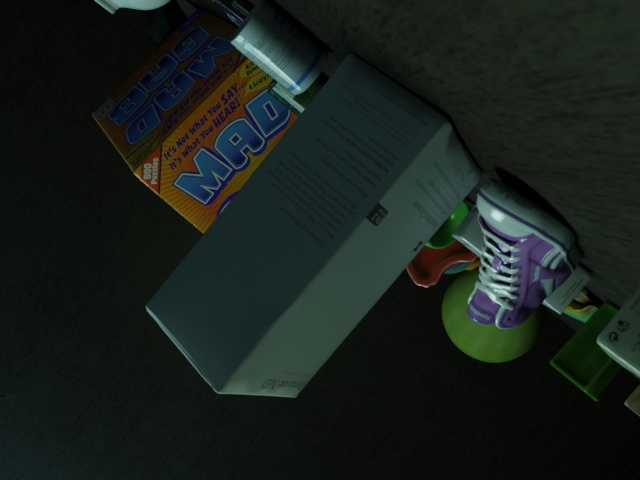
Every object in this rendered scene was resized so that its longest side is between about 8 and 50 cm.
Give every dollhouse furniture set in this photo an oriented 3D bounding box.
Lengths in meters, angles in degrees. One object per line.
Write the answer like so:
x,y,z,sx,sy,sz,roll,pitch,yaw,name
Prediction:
0.500,0.186,1.286,0.197,0.151,0.301,35,-174,-31,dollhouse furniture set

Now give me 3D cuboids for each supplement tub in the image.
-0.050,-0.240,0.840,0.107,0.071,0.071,36,-175,-22,supplement tub

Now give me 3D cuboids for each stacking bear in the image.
0.307,0.005,1.542,0.289,0.175,0.164,7,-128,-62,stacking bear

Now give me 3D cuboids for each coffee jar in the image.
0.004,-0.225,1.126,0.184,0.079,0.096,38,-178,-11,coffee jar

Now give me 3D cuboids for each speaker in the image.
0.162,-0.100,1.353,0.131,0.131,0.296,33,-173,-43,speaker

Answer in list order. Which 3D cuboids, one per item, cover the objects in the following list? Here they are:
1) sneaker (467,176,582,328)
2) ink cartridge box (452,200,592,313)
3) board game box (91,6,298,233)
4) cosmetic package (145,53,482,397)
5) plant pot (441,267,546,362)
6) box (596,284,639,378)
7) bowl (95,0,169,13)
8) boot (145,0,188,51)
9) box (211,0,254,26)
0.238,0.036,0.851,0.102,0.161,0.282,44,-174,39,sneaker
0.312,0.020,1.063,0.191,0.082,0.139,36,-175,4,ink cartridge box
-0.221,-0.237,1.512,0.356,0.356,0.356,46,178,-41,board game box
0.000,0.000,0.820,0.156,0.385,0.217,40,-174,26,cosmetic package
0.455,0.150,1.703,0.275,0.275,0.293,39,170,17,plant pot
0.408,0.152,0.626,0.275,0.094,0.113,43,-173,40,box
-0.351,-0.458,1.061,0.298,0.134,0.298,38,-175,-4,bowl
-0.287,-0.510,1.702,0.280,0.096,0.264,6,-131,-42,boot
-0.091,-0.316,0.996,0.162,0.029,0.116,39,-175,-4,box
